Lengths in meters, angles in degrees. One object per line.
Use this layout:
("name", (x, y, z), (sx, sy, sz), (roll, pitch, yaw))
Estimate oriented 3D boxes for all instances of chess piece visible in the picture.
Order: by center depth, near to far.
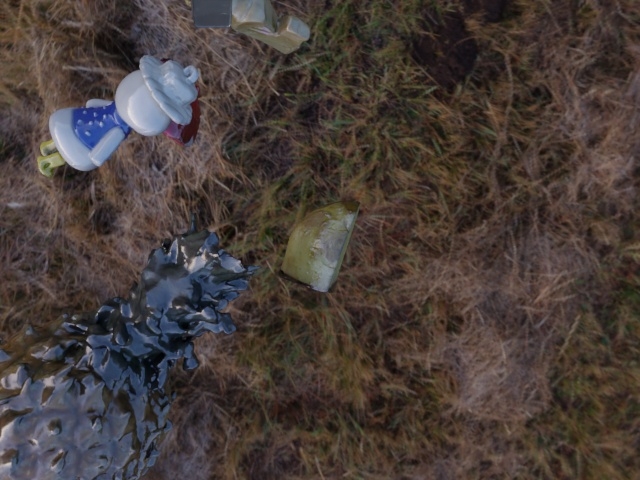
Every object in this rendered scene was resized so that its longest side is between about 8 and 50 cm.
("chess piece", (-0.162, -0.532, 1.405), (0.301, 0.137, 0.137), (22, 105, -37))

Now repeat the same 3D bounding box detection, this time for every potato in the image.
("potato", (0.000, 0.000, 0.650), (0.066, 0.096, 0.103), (19, 88, 3))

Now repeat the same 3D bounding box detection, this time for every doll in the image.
("doll", (-0.310, -0.189, 0.930), (0.293, 0.138, 0.119), (-27, 142, 12))

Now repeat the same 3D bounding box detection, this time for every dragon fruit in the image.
("dragon fruit", (-0.349, -0.309, 1.419), (0.163, 0.262, 0.189), (-29, 86, 1))

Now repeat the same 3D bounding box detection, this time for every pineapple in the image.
("pineapple", (-0.204, 0.129, 0.535), (0.202, 0.202, 0.362), (38, 98, -30))

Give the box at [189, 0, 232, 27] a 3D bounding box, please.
("box", (-0.188, -0.425, 1.035), (0.084, 0.122, 0.069), (-6, 72, -10))
